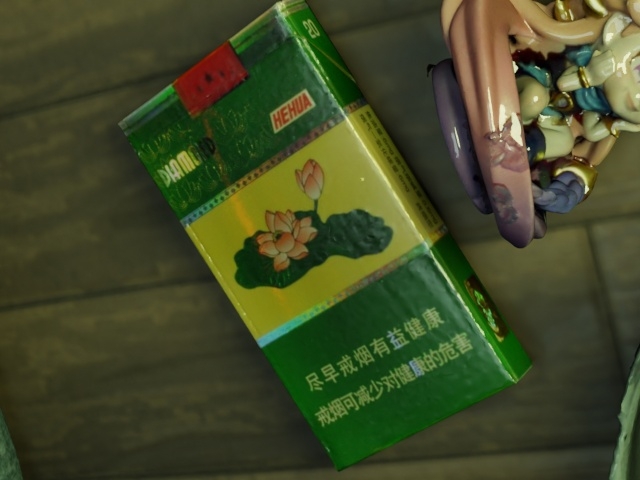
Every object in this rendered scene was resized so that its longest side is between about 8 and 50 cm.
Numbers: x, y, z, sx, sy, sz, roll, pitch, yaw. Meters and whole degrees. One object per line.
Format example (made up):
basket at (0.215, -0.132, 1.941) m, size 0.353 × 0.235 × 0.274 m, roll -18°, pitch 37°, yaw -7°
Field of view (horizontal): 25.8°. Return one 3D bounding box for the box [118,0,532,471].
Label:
box at (0.000, 0.000, 0.765) m, size 0.132 × 0.034 × 0.235 m, roll -32°, pitch 91°, yaw 32°

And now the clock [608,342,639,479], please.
clock at (0.323, 0.127, 0.621) m, size 0.386 × 0.076 × 0.386 m, roll 9°, pitch 111°, yaw 24°

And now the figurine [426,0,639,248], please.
figurine at (0.120, -0.081, 0.646) m, size 0.157 × 0.114 × 0.126 m, roll -37°, pitch 123°, yaw 4°

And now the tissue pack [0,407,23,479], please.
tissue pack at (-0.314, 0.136, 0.807) m, size 0.103 × 0.315 × 0.228 m, roll -10°, pitch 101°, yaw 28°
